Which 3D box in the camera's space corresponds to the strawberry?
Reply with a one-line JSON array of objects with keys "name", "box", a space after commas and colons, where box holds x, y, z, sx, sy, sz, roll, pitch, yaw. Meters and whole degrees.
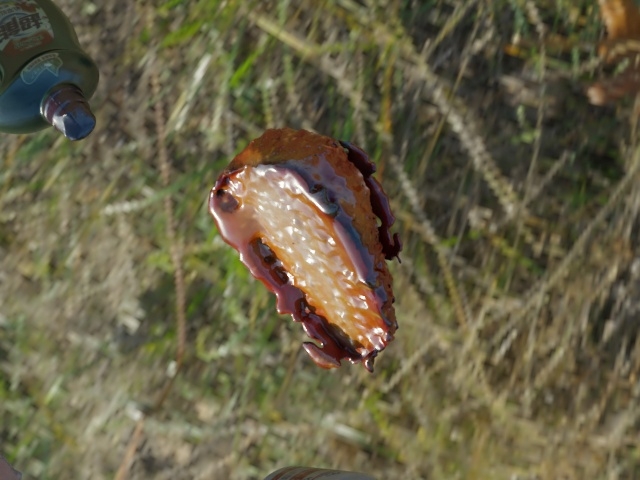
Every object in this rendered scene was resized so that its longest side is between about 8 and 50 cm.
[{"name": "strawberry", "box": [0.000, 0.000, 1.392, 0.121, 0.082, 0.188, -5, 123, 36]}]

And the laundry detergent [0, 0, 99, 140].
[{"name": "laundry detergent", "box": [-0.286, -0.155, 1.847, 0.144, 0.222, 0.078, -27, 137, -14]}]

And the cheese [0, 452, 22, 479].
[{"name": "cheese", "box": [-0.169, 0.068, 0.559, 0.188, 0.286, 0.074, 6, 152, -24]}]

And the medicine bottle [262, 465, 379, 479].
[{"name": "medicine bottle", "box": [0.010, 0.208, 1.435, 0.079, 0.079, 0.140, 52, 156, -16]}]
